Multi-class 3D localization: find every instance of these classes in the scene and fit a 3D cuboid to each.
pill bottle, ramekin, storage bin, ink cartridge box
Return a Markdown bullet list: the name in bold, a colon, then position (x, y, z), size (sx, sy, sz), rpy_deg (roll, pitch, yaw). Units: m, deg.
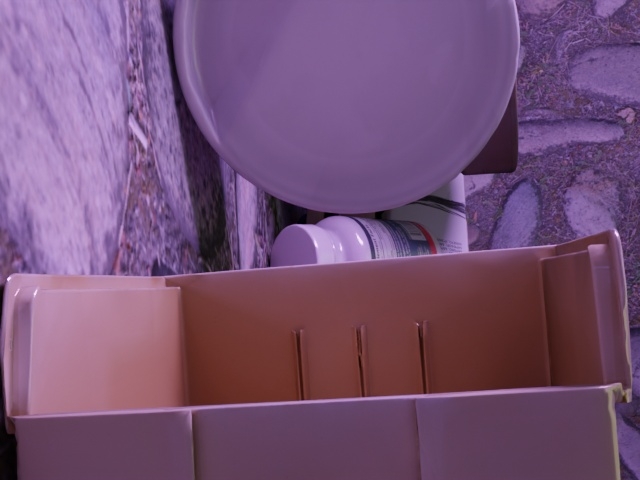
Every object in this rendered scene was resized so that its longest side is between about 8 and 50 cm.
- **pill bottle**: position (0.039, 0.028, 1.081), size (0.180, 0.108, 0.108), rpy_deg (3, 77, -40)
- **ramekin**: position (0.016, -0.163, 0.811), size (0.127, 0.272, 0.273), rpy_deg (-119, -159, -78)
- **storage bin**: position (0.009, 0.067, 0.514), size (0.260, 0.262, 0.123), rpy_deg (19, 67, -82)
- **ink cartridge box**: position (0.114, -0.007, 1.342), size (0.197, 0.114, 0.273), rpy_deg (115, -19, -52)

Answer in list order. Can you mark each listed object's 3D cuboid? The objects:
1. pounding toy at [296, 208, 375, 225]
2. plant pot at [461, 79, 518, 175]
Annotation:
- **pounding toy**: position (0.019, -0.064, 1.260), size (0.206, 0.094, 0.181), rpy_deg (-95, -171, -81)
- **plant pot**: position (0.070, -0.221, 1.131), size (0.323, 0.280, 0.323), rpy_deg (-7, 90, -82)
